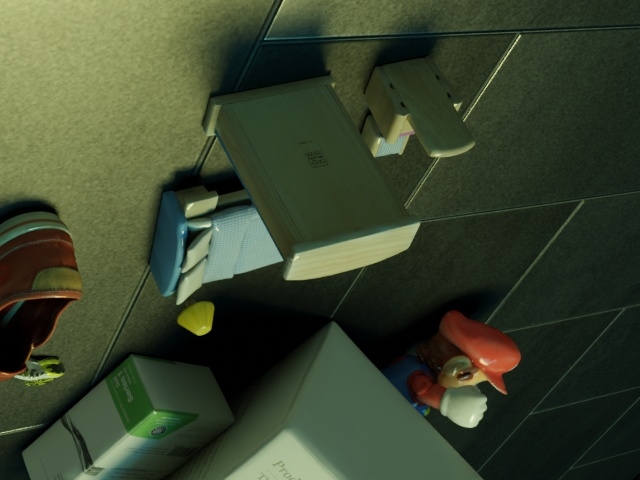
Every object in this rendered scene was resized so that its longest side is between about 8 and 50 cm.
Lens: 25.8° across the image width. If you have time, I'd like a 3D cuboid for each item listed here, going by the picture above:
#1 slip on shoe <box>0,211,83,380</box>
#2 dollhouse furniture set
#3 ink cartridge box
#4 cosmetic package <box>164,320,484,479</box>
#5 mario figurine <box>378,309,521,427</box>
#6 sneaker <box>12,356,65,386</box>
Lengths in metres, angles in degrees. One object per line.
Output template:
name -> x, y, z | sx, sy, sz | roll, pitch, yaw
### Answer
slip on shoe -> -0.353, 0.107, 1.433 | 0.123, 0.101, 0.331 | 6, 138, -49
dollhouse furniture set -> 0.000, 0.000, 1.474 | 0.286, 0.198, 0.303 | -14, 149, -26
ink cartridge box -> -0.246, 0.251, 1.776 | 0.219, 0.092, 0.160 | -40, 150, 21
cosmetic package -> -0.040, 0.389, 1.818 | 0.394, 0.329, 0.327 | -40, -172, 20
mario figurine -> 0.145, 0.235, 2.014 | 0.321, 0.198, 0.170 | -26, 140, 3
sneaker -> -0.332, 0.155, 1.603 | 0.083, 0.031, 0.035 | 9, 135, -49
